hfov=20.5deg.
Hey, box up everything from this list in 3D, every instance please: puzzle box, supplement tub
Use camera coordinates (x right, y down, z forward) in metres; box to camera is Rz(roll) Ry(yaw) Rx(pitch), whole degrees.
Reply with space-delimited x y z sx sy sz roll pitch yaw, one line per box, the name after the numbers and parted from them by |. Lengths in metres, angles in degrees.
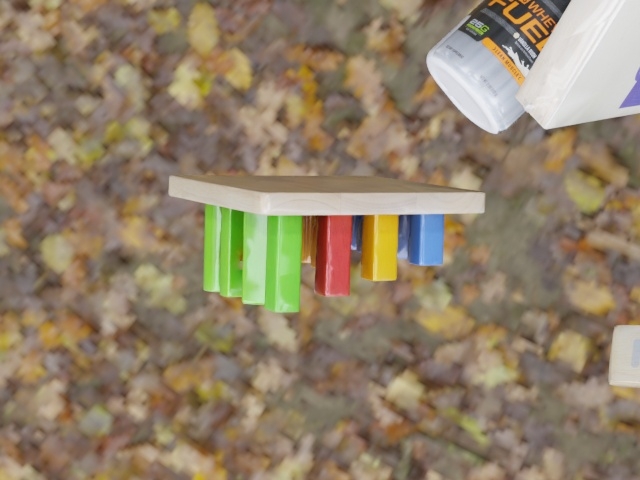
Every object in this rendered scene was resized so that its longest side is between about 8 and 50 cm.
0.366 -0.279 1.611 0.052 0.272 0.409 50 130 27 | puzzle box
0.213 -0.211 1.834 0.190 0.117 0.117 -44 99 -5 | supplement tub

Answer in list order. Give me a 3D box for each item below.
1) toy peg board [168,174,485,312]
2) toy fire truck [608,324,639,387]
0.000 0.000 1.184 0.161 0.161 0.079 14 103 63 | toy peg board
0.343 0.047 1.238 0.246 0.217 0.158 15 145 -19 | toy fire truck
